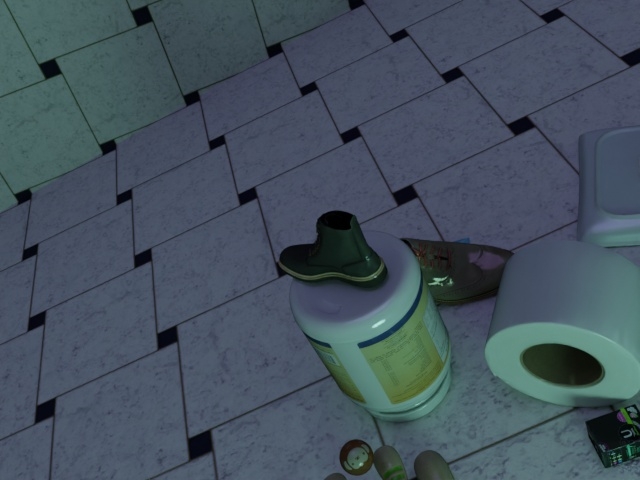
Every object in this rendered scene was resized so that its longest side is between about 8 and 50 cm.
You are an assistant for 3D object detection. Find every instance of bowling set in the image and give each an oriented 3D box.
[{"bbox_3d":[0.083,0.422,1.099,0.286,0.200,0.154,-33,42,1],"label":"bowling set"}]

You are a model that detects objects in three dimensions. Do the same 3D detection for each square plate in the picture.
[{"bbox_3d":[0.701,-0.135,1.422,0.346,0.049,0.344,-4,46,26],"label":"square plate"}]

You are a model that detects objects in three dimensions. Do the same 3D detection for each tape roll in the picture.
[{"bbox_3d":[0.407,0.140,1.159,0.246,0.246,0.169,1,50,30],"label":"tape roll"}]

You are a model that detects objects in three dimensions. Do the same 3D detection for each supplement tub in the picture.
[{"bbox_3d":[0.102,0.161,1.249,0.228,0.316,0.228,-15,43,15],"label":"supplement tub"}]

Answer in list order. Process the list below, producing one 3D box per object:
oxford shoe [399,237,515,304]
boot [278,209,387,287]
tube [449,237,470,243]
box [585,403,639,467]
[{"bbox_3d":[0.220,0.055,1.403,0.347,0.130,0.123,-5,67,14],"label":"oxford shoe"},{"bbox_3d":[0.000,0.000,1.121,0.197,0.137,0.077,2,49,31],"label":"boot"},{"bbox_3d":[0.221,0.045,1.508,0.206,0.052,0.080,-11,59,14],"label":"tube"},{"bbox_3d":[0.469,0.307,1.102,0.083,0.052,0.062,-22,40,8],"label":"box"}]
